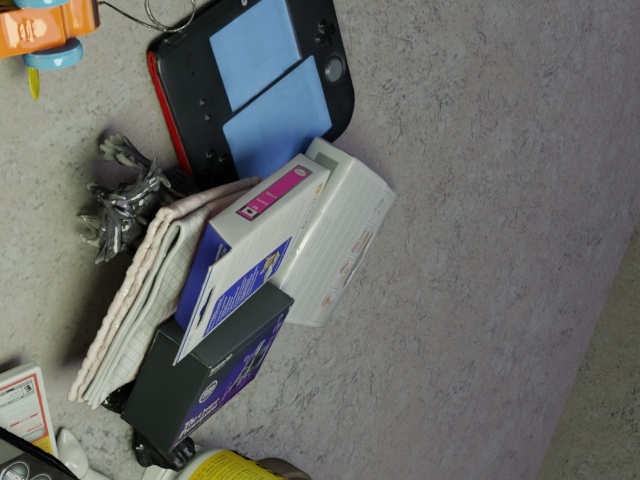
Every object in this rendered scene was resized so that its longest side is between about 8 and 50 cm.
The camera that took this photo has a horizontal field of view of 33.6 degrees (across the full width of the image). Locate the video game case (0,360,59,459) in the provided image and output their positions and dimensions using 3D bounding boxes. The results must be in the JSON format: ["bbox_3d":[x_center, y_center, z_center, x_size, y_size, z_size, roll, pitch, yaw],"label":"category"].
[{"bbox_3d":[-0.459,0.323,1.454,0.204,0.025,0.285,-24,126,-32],"label":"video game case"}]

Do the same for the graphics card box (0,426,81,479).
[{"bbox_3d":[-0.503,0.410,1.363,0.371,0.094,0.233,-54,137,-12],"label":"graphics card box"}]

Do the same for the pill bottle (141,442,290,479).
[{"bbox_3d":[-0.133,0.456,1.736,0.188,0.334,0.188,-31,131,-43],"label":"pill bottle"}]

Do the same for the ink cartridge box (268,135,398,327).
[{"bbox_3d":[0.000,0.000,1.903,0.308,0.091,0.385,-61,164,2],"label":"ink cartridge box"}]

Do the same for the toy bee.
[{"bbox_3d":[-0.329,-0.265,1.281,0.298,0.162,0.195,6,112,-30],"label":"toy bee"}]

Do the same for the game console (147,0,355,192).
[{"bbox_3d":[-0.091,-0.240,1.679,0.386,0.060,0.342,-44,139,-33],"label":"game console"}]

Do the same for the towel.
[{"bbox_3d":[-0.207,0.070,1.541,0.332,0.053,0.317,-60,168,19],"label":"towel"}]

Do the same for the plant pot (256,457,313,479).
[{"bbox_3d":[-0.040,0.616,2.000,0.323,0.280,0.323,-31,132,-43],"label":"plant pot"}]

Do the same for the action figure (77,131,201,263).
[{"bbox_3d":[-0.263,-0.051,1.463,0.164,0.141,0.275,-64,166,4],"label":"action figure"}]

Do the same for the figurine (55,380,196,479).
[{"bbox_3d":[-0.322,0.326,1.641,0.215,0.092,0.209,-50,133,-26],"label":"figurine"}]

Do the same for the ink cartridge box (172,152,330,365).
[{"bbox_3d":[-0.110,0.016,1.510,0.371,0.069,0.176,-47,163,-56],"label":"ink cartridge box"}]

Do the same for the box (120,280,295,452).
[{"bbox_3d":[-0.168,0.177,1.618,0.261,0.103,0.184,-37,155,-57],"label":"box"}]
